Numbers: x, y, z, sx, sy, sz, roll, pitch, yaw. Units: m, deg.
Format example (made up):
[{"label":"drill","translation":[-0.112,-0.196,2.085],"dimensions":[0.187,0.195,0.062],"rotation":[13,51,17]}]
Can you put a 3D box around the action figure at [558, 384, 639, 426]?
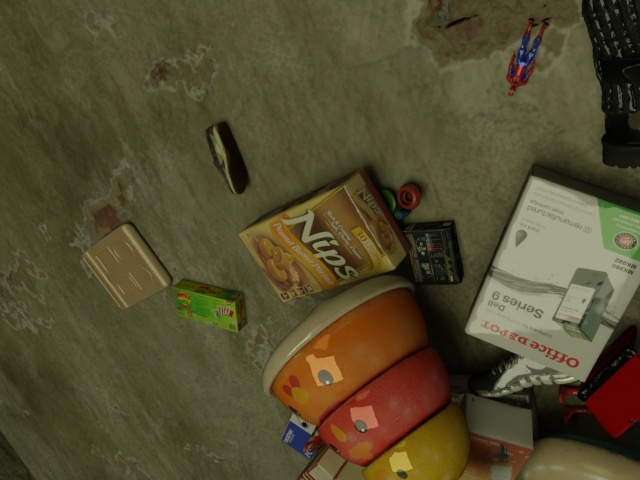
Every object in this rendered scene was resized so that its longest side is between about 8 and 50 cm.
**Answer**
[{"label":"action figure","translation":[0.578,0.324,1.008],"dimensions":[0.280,0.139,0.092],"rotation":[-9,113,29]}]

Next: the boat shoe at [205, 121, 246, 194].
[{"label":"boat shoe","translation":[-0.197,-0.168,1.183],"dimensions":[0.049,0.056,0.152],"rotation":[-6,104,35]}]

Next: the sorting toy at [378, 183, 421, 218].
[{"label":"sorting toy","translation":[0.152,-0.073,1.066],"dimensions":[0.102,0.042,0.061],"rotation":[-9,97,44]}]

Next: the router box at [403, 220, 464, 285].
[{"label":"router box","translation":[0.217,0.026,1.083],"dimensions":[0.092,0.038,0.123],"rotation":[-3,115,28]}]

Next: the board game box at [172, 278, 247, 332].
[{"label":"board game box","translation":[-0.275,0.162,1.412],"dimensions":[0.181,0.043,0.092],"rotation":[10,120,22]}]

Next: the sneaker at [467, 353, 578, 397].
[{"label":"sneaker","translation":[0.378,0.216,1.088],"dimensions":[0.228,0.086,0.132],"rotation":[-20,101,24]}]

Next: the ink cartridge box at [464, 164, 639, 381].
[{"label":"ink cartridge box","translation":[0.389,0.052,0.924],"dimensions":[0.211,0.121,0.289],"rotation":[22,113,14]}]

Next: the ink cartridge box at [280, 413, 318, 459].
[{"label":"ink cartridge box","translation":[-0.026,0.466,1.452],"dimensions":[0.097,0.046,0.207],"rotation":[30,127,11]}]

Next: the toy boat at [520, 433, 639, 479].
[{"label":"toy boat","translation":[0.531,0.484,1.087],"dimensions":[0.267,0.148,0.318],"rotation":[4,128,41]}]

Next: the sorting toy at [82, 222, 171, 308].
[{"label":"sorting toy","translation":[-0.506,0.069,1.489],"dimensions":[0.208,0.038,0.193],"rotation":[-27,102,31]}]

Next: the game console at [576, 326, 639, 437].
[{"label":"game console","translation":[0.526,0.243,0.985],"dimensions":[0.085,0.124,0.144],"rotation":[37,127,16]}]

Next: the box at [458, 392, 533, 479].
[{"label":"box","translation":[0.323,0.399,1.110],"dimensions":[0.130,0.091,0.171],"rotation":[13,129,7]}]

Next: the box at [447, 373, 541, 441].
[{"label":"box","translation":[0.338,0.375,1.205],"dimensions":[0.231,0.056,0.183],"rotation":[-5,115,29]}]

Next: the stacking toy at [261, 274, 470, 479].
[{"label":"stacking toy","translation":[0.150,0.331,1.010],"dimensions":[0.480,0.350,0.351],"rotation":[52,131,24]}]

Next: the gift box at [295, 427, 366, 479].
[{"label":"gift box","translation":[0.109,0.483,1.258],"dimensions":[0.258,0.276,0.255],"rotation":[39,140,9]}]

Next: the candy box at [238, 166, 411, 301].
[{"label":"candy box","translation":[0.000,0.000,1.128],"dimensions":[0.316,0.087,0.183],"rotation":[-21,107,43]}]

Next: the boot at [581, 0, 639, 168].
[{"label":"boot","translation":[0.525,-0.233,0.719],"dimensions":[0.347,0.131,0.260],"rotation":[-2,116,29]}]

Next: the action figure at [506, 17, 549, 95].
[{"label":"action figure","translation":[0.312,-0.277,0.871],"dimensions":[0.038,0.030,0.115],"rotation":[19,126,11]}]
